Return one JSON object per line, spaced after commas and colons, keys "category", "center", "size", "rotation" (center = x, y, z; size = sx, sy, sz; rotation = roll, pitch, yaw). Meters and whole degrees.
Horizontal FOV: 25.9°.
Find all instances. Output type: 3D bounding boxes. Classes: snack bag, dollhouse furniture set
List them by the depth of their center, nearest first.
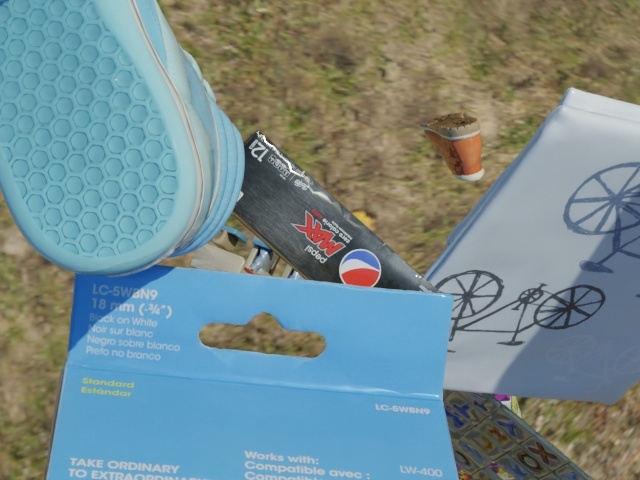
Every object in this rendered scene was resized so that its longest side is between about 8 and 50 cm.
{"category": "snack bag", "center": [0.226, 0.027, 1.159], "size": [0.342, 0.323, 0.037], "rotation": [-55, 41, 37]}
{"category": "dollhouse furniture set", "center": [-0.066, 0.027, 1.946], "size": [0.129, 0.183, 0.129], "rotation": [20, 78, 25]}

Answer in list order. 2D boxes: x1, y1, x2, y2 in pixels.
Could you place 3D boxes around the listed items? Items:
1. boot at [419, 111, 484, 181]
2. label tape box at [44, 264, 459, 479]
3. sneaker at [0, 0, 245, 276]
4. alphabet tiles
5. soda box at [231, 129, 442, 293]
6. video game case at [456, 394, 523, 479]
{"category": "boot", "center": [0.173, -0.121, 1.824], "size": [0.059, 0.158, 0.084], "rotation": [-18, 105, -5]}
{"category": "label tape box", "center": [-0.047, 0.191, 0.819], "size": [0.241, 0.106, 0.333], "rotation": [6, 96, -7]}
{"category": "sneaker", "center": [-0.139, -0.126, 0.802], "size": [0.127, 0.208, 0.318], "rotation": [-17, 84, 7]}
{"category": "alphabet tiles", "center": [0.147, 0.184, 1.362], "size": [0.237, 0.198, 0.009], "rotation": [40, 68, 4]}
{"category": "soda box", "center": [0.000, 0.000, 0.953], "size": [0.169, 0.060, 0.053], "rotation": [42, 85, -6]}
{"category": "video game case", "center": [0.173, 0.282, 1.934], "size": [0.232, 0.041, 0.210], "rotation": [-6, 133, 19]}
